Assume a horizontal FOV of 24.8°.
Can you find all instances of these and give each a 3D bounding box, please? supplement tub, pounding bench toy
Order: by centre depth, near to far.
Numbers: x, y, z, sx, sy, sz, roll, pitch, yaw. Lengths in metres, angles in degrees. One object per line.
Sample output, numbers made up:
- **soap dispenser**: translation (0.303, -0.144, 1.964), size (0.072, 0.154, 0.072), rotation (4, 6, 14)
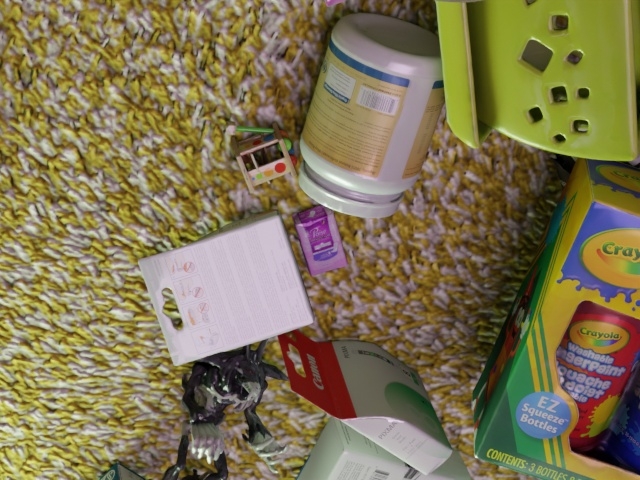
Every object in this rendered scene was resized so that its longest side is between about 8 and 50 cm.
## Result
- **supplement tub**: translation (0.059, -0.141, 1.640), size (0.144, 0.144, 0.199), rotation (10, 116, -17)
- **pounding bench toy**: translation (-0.068, -0.110, 1.684), size (0.065, 0.052, 0.083), rotation (-21, 121, 0)

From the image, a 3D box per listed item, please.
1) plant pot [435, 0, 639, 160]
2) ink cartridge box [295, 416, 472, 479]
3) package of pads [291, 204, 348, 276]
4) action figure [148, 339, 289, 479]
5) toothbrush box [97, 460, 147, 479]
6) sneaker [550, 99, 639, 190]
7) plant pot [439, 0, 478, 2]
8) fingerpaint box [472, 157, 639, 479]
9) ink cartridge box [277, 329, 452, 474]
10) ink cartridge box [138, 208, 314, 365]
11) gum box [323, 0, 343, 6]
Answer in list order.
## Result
- **plant pot**: translation (0.244, -0.220, 1.552), size (0.207, 0.227, 0.228), rotation (-1, 111, 19)
- **ink cartridge box**: translation (0.081, 0.337, 1.948), size (0.203, 0.086, 0.148), rotation (19, 113, -22)
- **package of pads**: translation (0.000, 0.000, 1.773), size (0.050, 0.032, 0.083), rotation (-19, 121, -4)
- **action figure**: translation (-0.120, 0.237, 1.813), size (0.164, 0.141, 0.275), rotation (14, 110, -38)
- **toothbrush box**: translation (-0.281, 0.471, 1.923), size (0.216, 0.126, 0.295), rotation (37, 105, -28)
- **sneaker**: translation (0.313, -0.108, 1.753), size (0.234, 0.078, 0.106), rotation (30, 106, -27)
- **plant pot**: translation (0.117, -0.429, 1.412), size (0.323, 0.280, 0.323), rotation (-5, 119, -9)
- **fingerpaint box**: translation (0.452, 0.145, 1.731), size (0.445, 0.163, 0.371), rotation (19, 116, -4)
- **ink cartridge box**: translation (0.050, 0.175, 1.796), size (0.225, 0.181, 0.056), rotation (37, 105, -25)
- **ink cartridge box**: translation (-0.112, 0.058, 1.757), size (0.179, 0.045, 0.145), rotation (-17, 104, 2)
- **gum box**: translation (0.074, -0.293, 1.280), size (0.188, 0.062, 0.107), rotation (-19, 122, -1)
